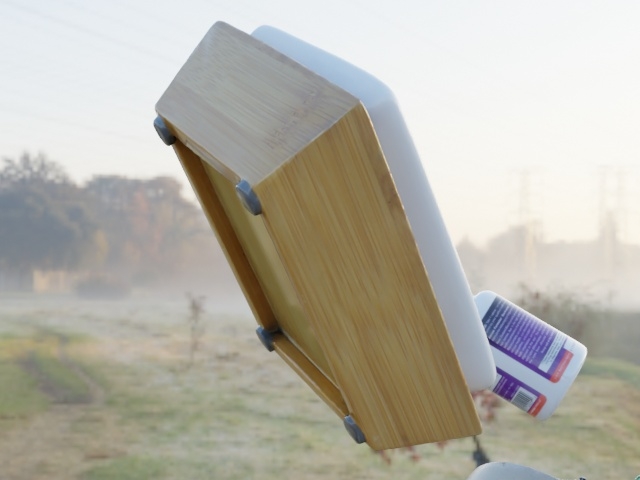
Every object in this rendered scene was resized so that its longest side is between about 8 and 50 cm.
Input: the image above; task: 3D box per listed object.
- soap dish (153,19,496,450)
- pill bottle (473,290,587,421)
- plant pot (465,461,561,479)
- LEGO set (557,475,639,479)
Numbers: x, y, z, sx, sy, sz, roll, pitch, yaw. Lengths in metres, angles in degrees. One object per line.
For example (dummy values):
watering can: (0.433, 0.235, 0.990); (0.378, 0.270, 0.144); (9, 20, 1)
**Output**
soap dish: (0.000, 0.000, 0.829); (0.118, 0.291, 0.229); (-32, 34, -14)
pill bottle: (0.220, 0.129, 1.396); (0.193, 0.108, 0.108); (31, 3, 10)
plant pot: (0.193, 0.376, 1.053); (0.191, 0.284, 0.284); (-41, 20, -26)
LEGO set: (0.306, 0.297, 1.281); (0.244, 0.060, 0.182); (3, -10, -43)
